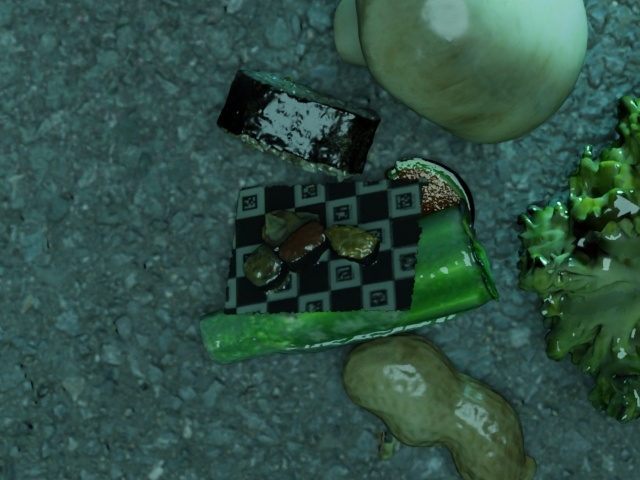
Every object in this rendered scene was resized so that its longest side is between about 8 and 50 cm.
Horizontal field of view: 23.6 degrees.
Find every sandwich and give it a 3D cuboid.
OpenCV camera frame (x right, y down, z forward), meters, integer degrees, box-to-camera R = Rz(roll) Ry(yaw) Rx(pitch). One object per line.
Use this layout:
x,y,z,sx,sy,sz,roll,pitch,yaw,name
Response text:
0.110,-0.045,1.527,0.101,0.026,0.069,18,101,-1,sandwich

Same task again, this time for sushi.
-0.022,-0.111,1.483,0.150,0.090,0.078,19,101,-6,sushi
0.000,0.000,1.459,0.201,0.031,0.139,-3,66,21,sushi

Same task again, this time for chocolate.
0.023,0.056,1.498,0.291,0.110,0.110,-19,98,11,chocolate

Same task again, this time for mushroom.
0.110,-0.207,1.417,0.234,0.254,0.260,-14,101,39,mushroom

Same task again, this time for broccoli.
0.368,0.014,1.452,0.334,0.272,0.324,48,54,0,broccoli

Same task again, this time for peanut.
0.124,0.172,1.526,0.228,0.085,0.104,34,115,-7,peanut
